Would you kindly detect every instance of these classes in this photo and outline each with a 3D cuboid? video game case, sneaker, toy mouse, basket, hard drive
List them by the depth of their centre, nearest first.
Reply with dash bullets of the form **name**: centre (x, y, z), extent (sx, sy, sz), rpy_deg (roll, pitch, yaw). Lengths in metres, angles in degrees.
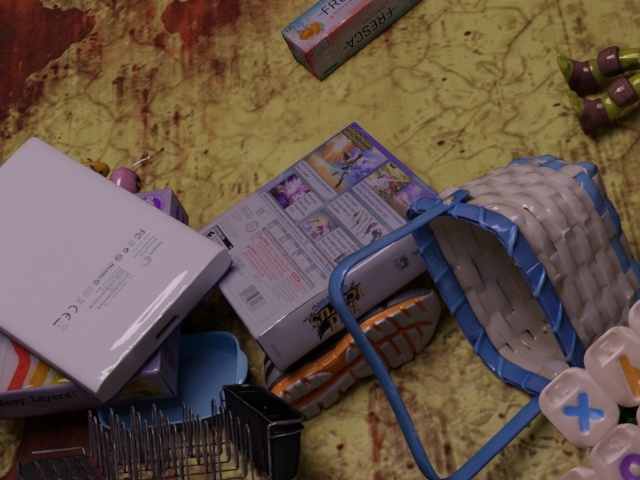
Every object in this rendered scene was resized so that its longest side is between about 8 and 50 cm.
- **basket**: centre (0.169, 0.068, 1.497), extent (0.289, 0.254, 0.201), rpy_deg (-35, 21, -24)
- **sneaker**: centre (0.028, 0.105, 1.640), extent (0.215, 0.084, 0.083), rpy_deg (-30, 45, 2)
- **video game case**: centre (0.000, 0.000, 1.692), extent (0.244, 0.061, 0.269), rpy_deg (-36, 31, -4)
- **hard drive**: centre (-0.281, 0.025, 1.713), extent (0.319, 0.040, 0.210), rpy_deg (29, 68, 32)
- **toy mouse**: centre (-0.281, -0.052, 1.921), extent (0.161, 0.031, 0.143), rpy_deg (-24, 50, 5)

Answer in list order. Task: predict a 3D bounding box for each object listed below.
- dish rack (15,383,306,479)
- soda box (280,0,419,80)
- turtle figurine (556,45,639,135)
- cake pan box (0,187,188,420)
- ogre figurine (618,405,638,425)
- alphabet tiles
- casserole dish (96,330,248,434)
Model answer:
- **dish rack**: centre (-0.164, 0.206, 1.523), extent (0.272, 0.074, 0.208), rpy_deg (-5, 5, -16)
- **soda box**: centre (0.043, -0.286, 1.936), extent (0.183, 0.058, 0.063), rpy_deg (-39, 50, -8)
- **turtle figurine**: centre (0.379, -0.213, 1.717), extent (0.217, 0.087, 0.269), rpy_deg (-21, 58, 17)
- **cake pan box**: centre (-0.279, 0.069, 1.749), extent (0.246, 0.070, 0.266), rpy_deg (-6, 54, 10)
- **ogre figurine**: centre (0.371, 0.141, 1.460), extent (0.197, 0.097, 0.118), rpy_deg (11, 78, 47)
- **alphabet tiles**: centre (0.348, 0.190, 1.389), extent (0.284, 0.021, 0.278), rpy_deg (-44, 75, 4)
- **casserole dish**: centre (-0.163, 0.163, 1.709), extent (0.188, 0.037, 0.114), rpy_deg (-10, 52, 16)
